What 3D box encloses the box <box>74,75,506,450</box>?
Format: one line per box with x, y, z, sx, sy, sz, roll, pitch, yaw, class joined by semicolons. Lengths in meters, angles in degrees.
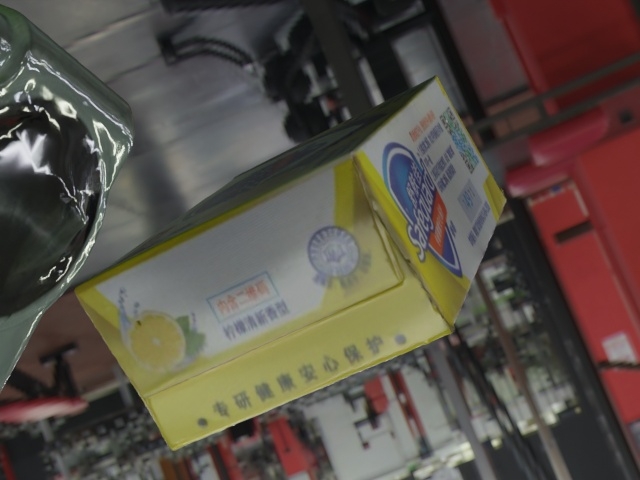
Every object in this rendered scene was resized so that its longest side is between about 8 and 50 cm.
0.000;0.000;0.690;0.168;0.097;0.265;-25;-172;21;box

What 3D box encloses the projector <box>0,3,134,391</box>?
-0.201;0.025;0.402;0.256;0.192;0.099;-63;152;-8;projector
